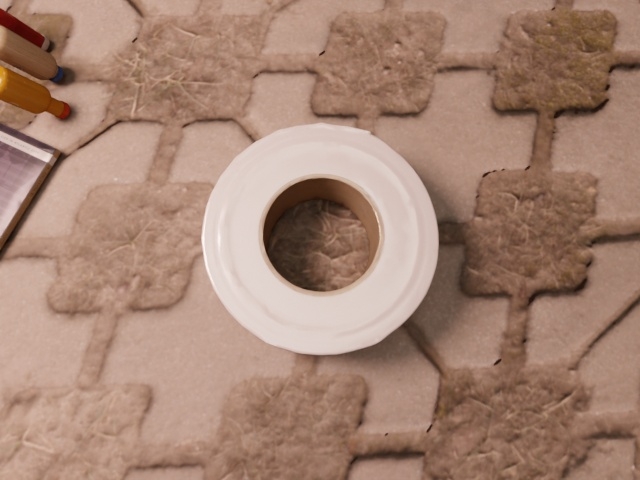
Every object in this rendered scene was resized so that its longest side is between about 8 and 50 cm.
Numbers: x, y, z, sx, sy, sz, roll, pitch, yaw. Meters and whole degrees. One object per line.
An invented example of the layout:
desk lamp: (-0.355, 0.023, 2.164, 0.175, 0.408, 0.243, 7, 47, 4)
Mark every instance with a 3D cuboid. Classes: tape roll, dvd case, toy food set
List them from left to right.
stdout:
dvd case: (-0.478, -0.059, 0.633, 0.164, 0.018, 0.221, 24, 78, 4)
toy food set: (-0.447, -0.257, 0.655, 0.232, 0.104, 0.111, 26, 91, 21)
tape roll: (0.000, 0.000, 0.603, 0.286, 0.100, 0.286, 0, 78, -2)
